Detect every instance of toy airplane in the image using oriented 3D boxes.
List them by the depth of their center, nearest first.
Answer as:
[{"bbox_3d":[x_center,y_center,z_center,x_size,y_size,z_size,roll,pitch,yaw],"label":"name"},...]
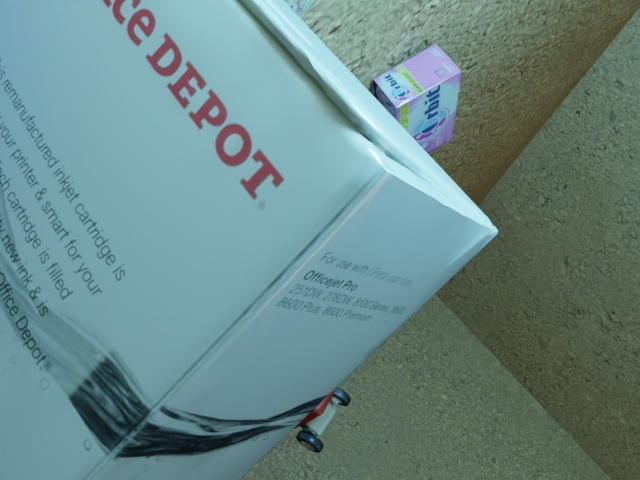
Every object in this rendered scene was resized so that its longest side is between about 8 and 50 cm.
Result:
[{"bbox_3d":[-0.152,0.311,1.679,0.384,0.272,0.386,-35,-154,14],"label":"toy airplane"}]

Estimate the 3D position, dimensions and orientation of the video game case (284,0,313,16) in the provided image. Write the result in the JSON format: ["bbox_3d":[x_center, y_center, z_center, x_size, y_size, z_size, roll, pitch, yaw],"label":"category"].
[{"bbox_3d":[-0.116,-0.155,0.632,0.227,0.026,0.206,-45,168,11],"label":"video game case"}]

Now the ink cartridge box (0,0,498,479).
[{"bbox_3d":[-0.140,0.019,0.471,0.395,0.285,0.166,-46,152,15],"label":"ink cartridge box"}]

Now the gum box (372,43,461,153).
[{"bbox_3d":[0.139,-0.187,1.131,0.107,0.062,0.188,-31,156,-9],"label":"gum box"}]
